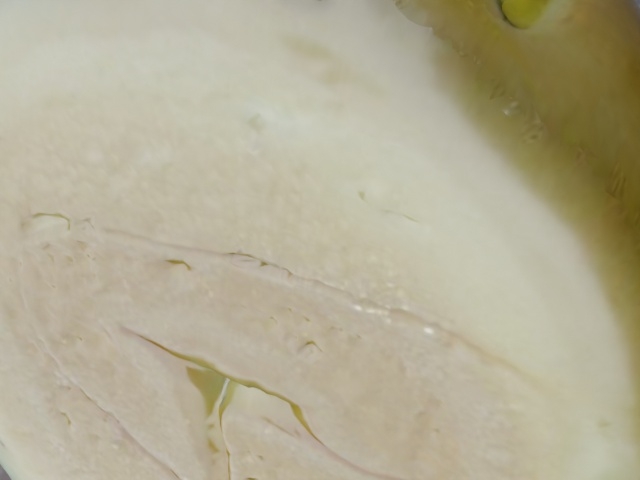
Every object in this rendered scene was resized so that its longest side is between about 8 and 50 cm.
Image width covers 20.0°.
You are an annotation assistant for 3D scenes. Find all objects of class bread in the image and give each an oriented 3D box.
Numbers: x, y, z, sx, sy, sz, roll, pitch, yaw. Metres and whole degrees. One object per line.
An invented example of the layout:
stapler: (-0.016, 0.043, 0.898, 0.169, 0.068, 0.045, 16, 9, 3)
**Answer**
bread: (0.000, 0.000, 0.421, 0.213, 0.105, 0.213, 18, 132, 21)
